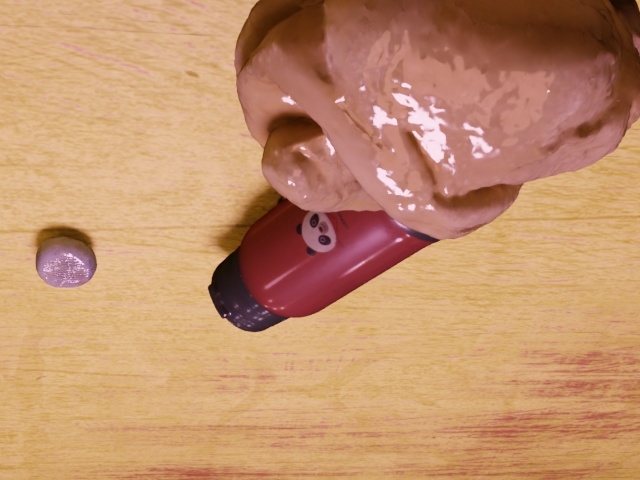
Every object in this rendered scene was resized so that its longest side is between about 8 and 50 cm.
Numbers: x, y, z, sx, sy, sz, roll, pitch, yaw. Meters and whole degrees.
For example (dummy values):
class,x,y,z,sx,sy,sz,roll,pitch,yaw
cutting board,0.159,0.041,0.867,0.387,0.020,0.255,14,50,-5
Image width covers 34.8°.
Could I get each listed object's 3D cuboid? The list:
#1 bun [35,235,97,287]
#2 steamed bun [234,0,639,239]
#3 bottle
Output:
class,x,y,z,sx,sy,sz,roll,pitch,yaw
bun,-0.316,0.024,1.269,0.083,0.045,0.083,-4,141,-3
steamed bun,0.102,-0.131,0.853,0.325,0.372,0.230,7,110,13
bottle,0.000,0.000,1.202,0.144,0.144,0.336,26,136,-36
